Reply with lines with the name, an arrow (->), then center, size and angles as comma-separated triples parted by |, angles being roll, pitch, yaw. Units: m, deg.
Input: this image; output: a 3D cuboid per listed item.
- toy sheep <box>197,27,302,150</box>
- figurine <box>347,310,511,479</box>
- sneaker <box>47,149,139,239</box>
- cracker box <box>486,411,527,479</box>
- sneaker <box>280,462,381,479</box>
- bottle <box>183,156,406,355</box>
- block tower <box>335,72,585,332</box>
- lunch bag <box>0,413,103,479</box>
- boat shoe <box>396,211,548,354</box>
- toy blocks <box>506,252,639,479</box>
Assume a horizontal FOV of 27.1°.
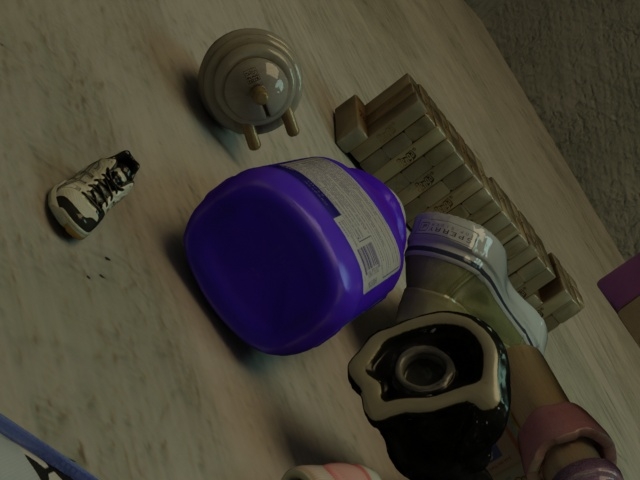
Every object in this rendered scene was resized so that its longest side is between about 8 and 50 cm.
toy sheep -> -0.053, -0.121, 1.029 | 0.091, 0.091, 0.132 | 48, -1, -22
figurine -> 0.099, 0.184, 0.795 | 0.209, 0.092, 0.215 | 73, -3, -51
sneaker -> -0.123, -0.030, 0.730 | 0.032, 0.037, 0.083 | 52, 18, -16
cracker box -> 0.179, 0.218, 1.039 | 0.232, 0.067, 0.156 | 61, 18, 22
sneaker -> 0.012, 0.175, 0.688 | 0.070, 0.051, 0.134 | 19, 42, -44
bottle -> 0.000, 0.000, 0.919 | 0.118, 0.092, 0.283 | 54, 16, 3
block tower -> 0.153, -0.026, 1.408 | 0.335, 0.097, 0.091 | 47, 17, -21
lunch bag -> -0.125, 0.116, 0.303 | 0.303, 0.115, 0.243 | 44, 17, -30
boat shoe -> 0.116, 0.073, 1.114 | 0.109, 0.094, 0.302 | 18, -16, 26
toy blocks -> 0.331, 0.147, 0.931 | 0.288, 0.309, 0.260 | 43, 14, -30
